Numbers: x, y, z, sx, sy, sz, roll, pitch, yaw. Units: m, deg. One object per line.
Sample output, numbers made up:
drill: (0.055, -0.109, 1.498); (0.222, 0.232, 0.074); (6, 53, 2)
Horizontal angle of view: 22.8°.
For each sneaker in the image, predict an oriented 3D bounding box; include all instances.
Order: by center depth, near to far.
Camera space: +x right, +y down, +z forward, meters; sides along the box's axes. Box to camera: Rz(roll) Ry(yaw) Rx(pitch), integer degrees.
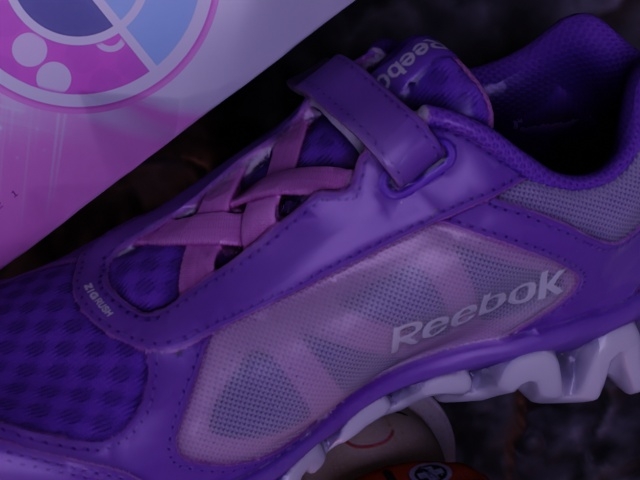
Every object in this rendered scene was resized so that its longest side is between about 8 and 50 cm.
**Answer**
sneaker: (0.000, 0.000, 0.402); (0.236, 0.095, 0.104); (-16, 134, -24)

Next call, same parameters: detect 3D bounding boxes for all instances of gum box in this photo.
gum box: (-0.068, -0.077, 0.407); (0.188, 0.062, 0.107); (-37, 112, 4)

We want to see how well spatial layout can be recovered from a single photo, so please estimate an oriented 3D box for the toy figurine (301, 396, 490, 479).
toy figurine: (0.034, 0.168, 0.477); (0.209, 0.148, 0.213); (31, 99, -25)
